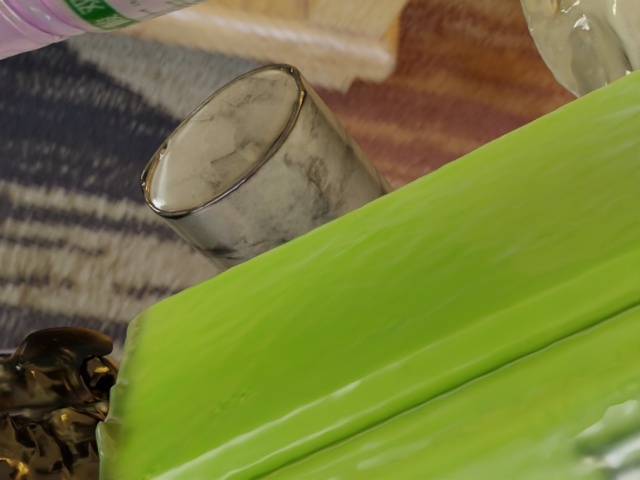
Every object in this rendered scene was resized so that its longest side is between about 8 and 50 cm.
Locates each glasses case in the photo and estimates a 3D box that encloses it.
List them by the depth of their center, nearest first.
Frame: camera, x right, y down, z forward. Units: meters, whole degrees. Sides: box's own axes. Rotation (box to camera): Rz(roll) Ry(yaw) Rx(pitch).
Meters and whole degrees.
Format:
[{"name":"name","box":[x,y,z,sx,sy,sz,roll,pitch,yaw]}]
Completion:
[{"name":"glasses case","box":[0.000,0.000,1.115,0.114,0.299,0.060,-41,59,1]}]

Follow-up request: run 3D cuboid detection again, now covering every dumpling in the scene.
[{"name":"dumpling","box":[0.210,-0.130,1.118,0.176,0.092,0.150,10,84,-30]}]

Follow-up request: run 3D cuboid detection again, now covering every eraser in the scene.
[{"name":"eraser","box":[0.061,0.042,0.639,0.274,0.210,0.092,-26,111,10]}]

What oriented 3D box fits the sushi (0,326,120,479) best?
[{"name":"sushi","box":[-0.244,0.203,0.997,0.285,0.328,0.328,18,108,-15]}]

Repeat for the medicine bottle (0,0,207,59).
[{"name":"medicine bottle","box":[-0.180,-0.285,1.537,0.325,0.212,0.212,-13,70,24]}]
